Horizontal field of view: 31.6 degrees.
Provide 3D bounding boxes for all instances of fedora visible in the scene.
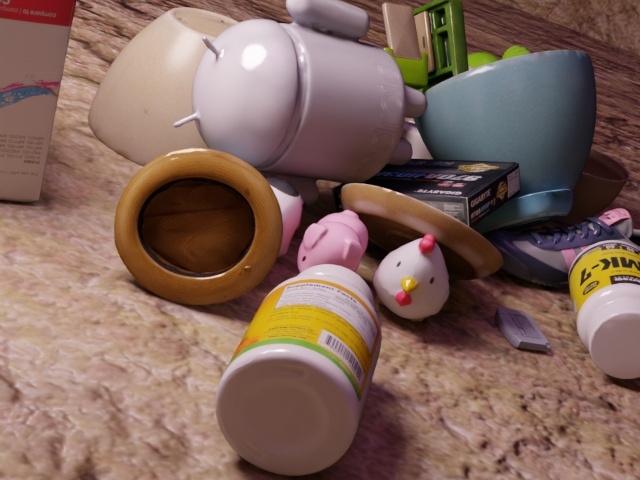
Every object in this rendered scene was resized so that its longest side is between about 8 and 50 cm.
[{"bbox_3d":[-0.140,-0.016,1.320,0.194,0.194,0.079,19,0,-1],"label":"fedora"}]

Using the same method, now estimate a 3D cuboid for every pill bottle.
[{"bbox_3d":[-0.011,0.117,1.149,0.136,0.136,0.245,21,24,3],"label":"pill bottle"},{"bbox_3d":[0.401,0.092,1.520,0.119,0.119,0.208,18,25,-2],"label":"pill bottle"}]

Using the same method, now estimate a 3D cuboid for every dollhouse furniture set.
[{"bbox_3d":[0.065,-0.283,1.833,0.197,0.151,0.301,-2,-8,-42],"label":"dollhouse furniture set"}]

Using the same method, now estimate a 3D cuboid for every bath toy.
[{"bbox_3d":[0.000,0.000,1.410,0.348,0.129,0.151,21,55,5],"label":"bath toy"}]

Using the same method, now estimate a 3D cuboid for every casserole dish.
[{"bbox_3d":[0.295,-0.037,1.701,0.188,0.037,0.114,-17,-11,42],"label":"casserole dish"}]

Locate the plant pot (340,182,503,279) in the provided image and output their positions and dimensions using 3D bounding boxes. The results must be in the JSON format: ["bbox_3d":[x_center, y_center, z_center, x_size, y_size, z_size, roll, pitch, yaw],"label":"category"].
[{"bbox_3d":[0.127,-0.004,1.496,0.236,0.032,0.236,25,-13,6],"label":"plant pot"}]

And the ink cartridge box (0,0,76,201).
[{"bbox_3d":[-0.398,-0.232,1.387,0.131,0.306,0.226,5,28,-28],"label":"ink cartridge box"}]

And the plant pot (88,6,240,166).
[{"bbox_3d":[-0.186,-0.235,1.685,0.284,0.191,0.284,15,24,-7],"label":"plant pot"}]

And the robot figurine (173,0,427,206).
[{"bbox_3d":[-0.025,-0.188,1.540,0.353,0.300,0.200,5,14,-35],"label":"robot figurine"}]

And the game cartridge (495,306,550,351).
[{"bbox_3d":[0.263,0.117,1.492,0.056,0.017,0.083,14,25,-20],"label":"game cartridge"}]

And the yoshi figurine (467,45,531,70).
[{"bbox_3d":[0.356,-0.269,2.172,0.362,0.203,0.203,36,14,37],"label":"yoshi figurine"}]

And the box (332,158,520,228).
[{"bbox_3d":[0.155,-0.072,1.642,0.220,0.051,0.175,6,22,34],"label":"box"}]

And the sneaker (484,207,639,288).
[{"bbox_3d":[0.391,0.001,1.684,0.319,0.131,0.112,8,27,-22],"label":"sneaker"}]

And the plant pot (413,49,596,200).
[{"bbox_3d":[0.306,-0.152,1.768,0.290,0.290,0.195,-5,77,-42],"label":"plant pot"}]

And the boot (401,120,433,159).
[{"bbox_3d":[0.186,-0.162,1.943,0.086,0.069,0.190,-2,31,-27],"label":"boot"}]

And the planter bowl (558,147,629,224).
[{"bbox_3d":[0.430,-0.094,1.934,0.162,0.109,0.162,17,25,-8],"label":"planter bowl"}]
